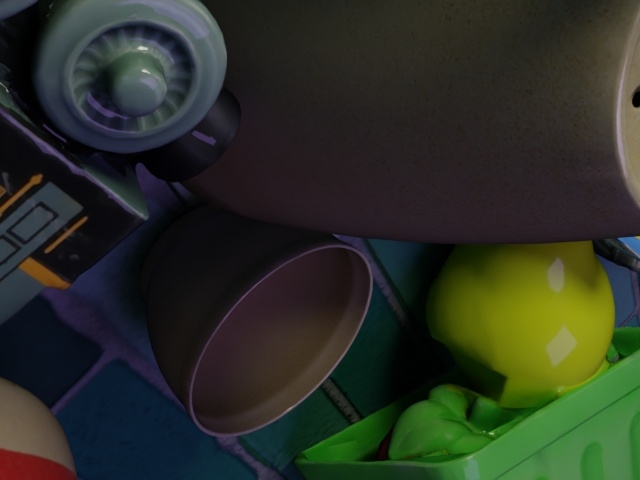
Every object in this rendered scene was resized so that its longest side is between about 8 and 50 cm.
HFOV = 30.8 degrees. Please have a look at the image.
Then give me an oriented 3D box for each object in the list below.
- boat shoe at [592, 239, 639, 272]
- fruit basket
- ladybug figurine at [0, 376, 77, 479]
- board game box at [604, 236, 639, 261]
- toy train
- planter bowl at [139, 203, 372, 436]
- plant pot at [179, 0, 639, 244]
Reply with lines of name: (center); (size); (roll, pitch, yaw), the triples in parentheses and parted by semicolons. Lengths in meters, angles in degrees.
boat shoe: (0.406, -0.103, 1.238); (0.335, 0.119, 0.121); (-51, 149, 2)
fruit basket: (0.173, 0.127, 1.132); (0.392, 0.283, 0.392); (7, 78, -37)
ladybug figurine: (-0.294, 0.194, 0.591); (0.449, 0.162, 0.305); (3, 134, -51)
board game box: (0.240, -0.180, 0.886); (0.302, 0.086, 0.308); (32, 96, -39)
toy train: (-0.179, -0.101, 0.441); (0.190, 0.142, 0.334); (-40, 132, 10)
planter bowl: (-0.058, 0.041, 0.816); (0.162, 0.109, 0.162); (-32, 144, -26)
plant pot: (0.076, -0.098, 0.567); (0.256, 0.274, 0.257); (-15, 115, -35)
